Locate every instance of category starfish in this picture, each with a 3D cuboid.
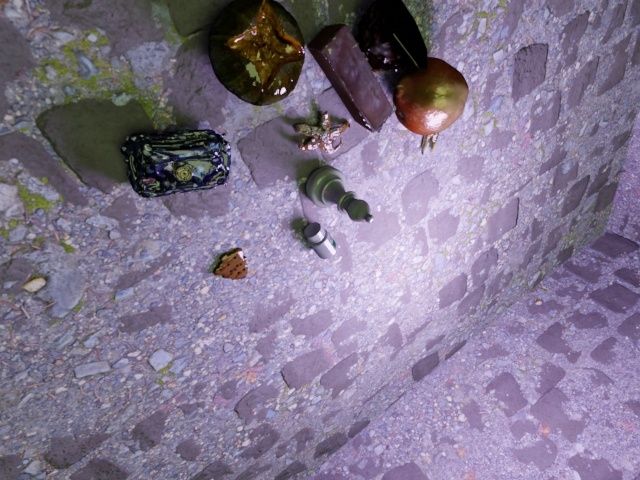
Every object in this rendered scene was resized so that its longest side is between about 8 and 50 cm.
[{"bbox_3d":[0.009,-0.330,1.237,0.209,0.053,0.150,-28,144,-24],"label":"starfish"},{"bbox_3d":[0.410,-0.421,1.468,0.216,0.050,0.224,-10,119,-22],"label":"starfish"}]

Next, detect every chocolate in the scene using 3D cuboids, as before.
[{"bbox_3d":[0.171,-0.560,1.154,0.176,0.207,0.224,-21,137,38],"label":"chocolate"},{"bbox_3d":[0.089,-0.455,1.158,0.112,0.112,0.321,-49,134,-1],"label":"chocolate"}]

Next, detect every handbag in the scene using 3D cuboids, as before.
[{"bbox_3d":[-0.350,-0.198,1.005,0.259,0.113,0.162,-10,118,-23],"label":"handbag"}]

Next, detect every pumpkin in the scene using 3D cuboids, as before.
[{"bbox_3d":[-0.151,-0.444,0.953,0.237,0.159,0.238,-4,100,-26],"label":"pumpkin"}]

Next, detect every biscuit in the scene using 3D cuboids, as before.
[{"bbox_3d":[-0.278,0.086,1.310,0.119,0.019,0.130,-44,135,-4],"label":"biscuit"}]

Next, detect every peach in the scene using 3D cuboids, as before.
[{"bbox_3d":[0.326,-0.452,1.261,0.256,0.232,0.233,1,118,-26],"label":"peach"}]

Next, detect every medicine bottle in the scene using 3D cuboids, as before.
[{"bbox_3d":[0.000,0.000,1.414,0.080,0.080,0.130,-41,135,-6],"label":"medicine bottle"}]

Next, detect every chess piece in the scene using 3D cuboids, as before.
[{"bbox_3d":[0.075,-0.123,1.253,0.139,0.271,0.139,-19,130,-25],"label":"chess piece"}]
